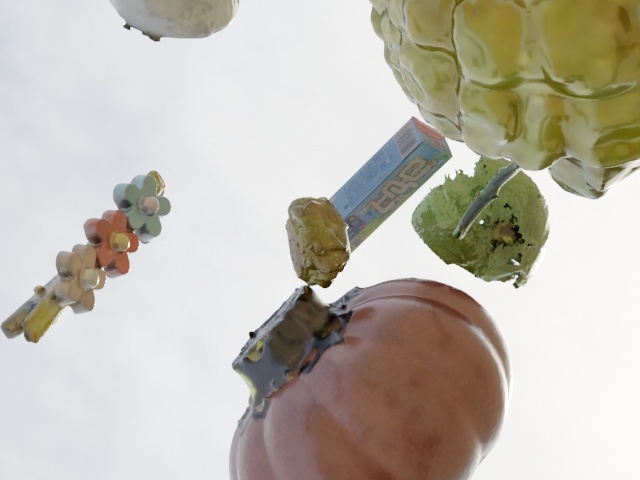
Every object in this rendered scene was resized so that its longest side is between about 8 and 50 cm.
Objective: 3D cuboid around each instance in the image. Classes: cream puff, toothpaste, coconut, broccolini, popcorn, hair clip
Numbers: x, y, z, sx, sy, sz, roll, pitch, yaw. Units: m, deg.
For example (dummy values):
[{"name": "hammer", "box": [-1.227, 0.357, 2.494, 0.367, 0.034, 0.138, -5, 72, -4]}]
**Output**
[{"name": "cream puff", "box": [0.000, 0.000, 1.408, 0.058, 0.083, 0.083, -11, -129, -18]}, {"name": "toothpaste", "box": [0.064, -0.046, 1.633, 0.070, 0.193, 0.044, 23, -146, -38]}, {"name": "coconut", "box": [0.172, -0.019, 1.510, 0.158, 0.055, 0.133, 9, -80, -24]}, {"name": "broccolini", "box": [0.185, -0.059, 1.339, 0.054, 0.194, 0.052, -17, -100, -50]}, {"name": "popcorn", "box": [0.108, -0.173, 0.702, 0.173, 0.225, 0.286, 0, -122, -9]}, {"name": "hair clip", "box": [-0.179, 0.009, 1.231, 0.214, 0.056, 0.062, -49, -55, -36]}]

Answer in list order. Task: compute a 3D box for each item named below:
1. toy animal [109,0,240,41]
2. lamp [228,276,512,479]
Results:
[{"name": "toy animal", "box": [-0.094, -0.238, 0.981, 0.131, 0.221, 0.104, 28, -126, 4]}, {"name": "lamp", "box": [0.033, 0.159, 1.431, 0.239, 0.305, 0.305, 41, -134, -4]}]
